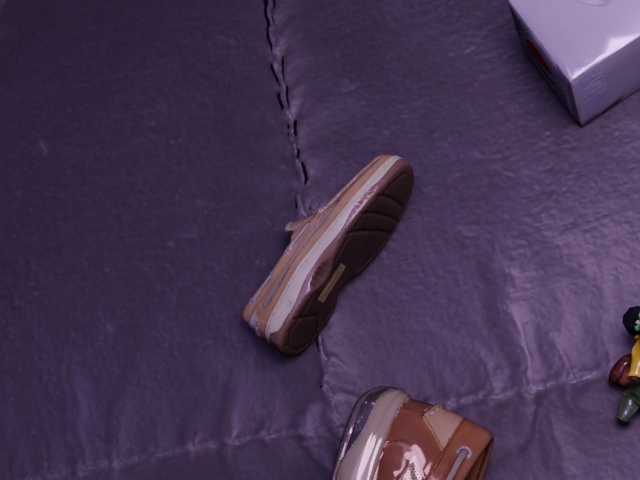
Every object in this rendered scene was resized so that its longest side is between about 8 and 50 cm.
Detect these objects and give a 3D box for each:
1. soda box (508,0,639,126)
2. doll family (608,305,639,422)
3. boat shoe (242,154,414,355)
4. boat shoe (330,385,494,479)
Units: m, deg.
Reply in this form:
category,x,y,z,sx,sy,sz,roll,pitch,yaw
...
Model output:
category,x,y,z,sx,sy,sz,roll,pitch,yaw
soda box,0.300,-0.222,1.297,0.286,0.091,0.098,-33,65,2
doll family,0.291,0.060,1.214,0.111,0.076,0.193,39,80,28
boat shoe,0.000,0.000,1.320,0.072,0.068,0.190,33,83,35
boat shoe,0.049,0.270,1.180,0.120,0.122,0.324,12,76,16
